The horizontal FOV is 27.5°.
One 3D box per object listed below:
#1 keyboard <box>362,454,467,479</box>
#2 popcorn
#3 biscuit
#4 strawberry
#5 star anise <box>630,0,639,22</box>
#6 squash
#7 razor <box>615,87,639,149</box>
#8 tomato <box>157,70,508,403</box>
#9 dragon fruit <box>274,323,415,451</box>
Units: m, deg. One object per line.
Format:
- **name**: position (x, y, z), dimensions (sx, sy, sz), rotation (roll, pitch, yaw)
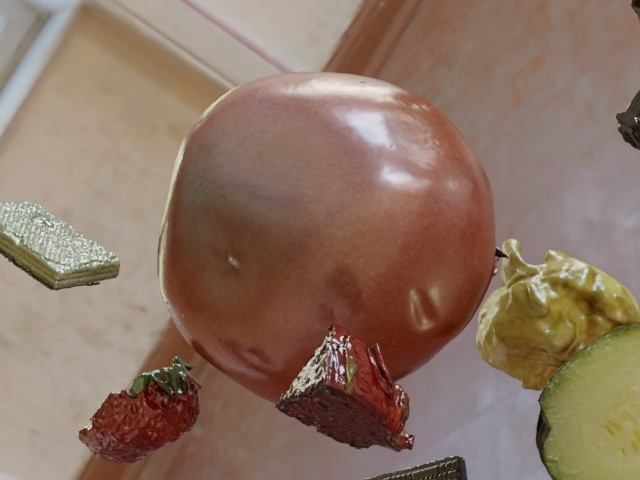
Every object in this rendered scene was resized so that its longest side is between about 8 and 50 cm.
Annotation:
- **keyboard**: position (0.115, 0.326, 1.631), dimensions (0.250, 0.017, 0.087), rotation (-31, 60, 59)
- **popcorn**: position (0.307, 0.110, 1.736), dimensions (0.190, 0.191, 0.253), rotation (-54, 18, 3)
- **biscuit**: position (-0.367, 0.002, 1.725), dimensions (0.199, 0.121, 0.041), rotation (30, 112, 31)
- **strawberry**: position (-0.202, 0.202, 1.446), dimensions (0.187, 0.146, 0.082), rotation (-42, 69, 43)
- **star anise**: position (0.397, -0.191, 1.393), dimensions (0.088, 0.288, 0.288), rotation (-18, 41, 27)
- **squash**: position (0.321, 0.198, 1.363), dimensions (0.184, 0.085, 0.192), rotation (-28, 70, 13)
- **razor**: position (0.477, -0.191, 1.812), dimensions (0.148, 0.090, 0.054), rotation (-50, 38, 3)
- **tomato**: position (0.000, 0.000, 1.297), dimensions (0.341, 0.272, 0.342), rotation (-4, 83, 35)
- **dragon fruit**: position (0.038, 0.124, 1.069), dimensions (0.097, 0.131, 0.063), rotation (-25, 43, 49)
